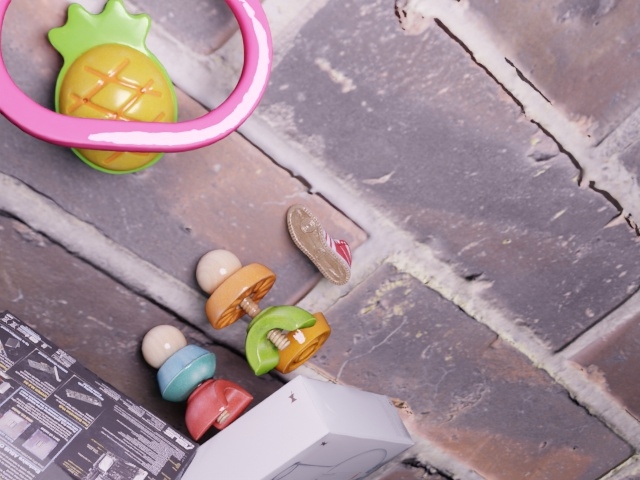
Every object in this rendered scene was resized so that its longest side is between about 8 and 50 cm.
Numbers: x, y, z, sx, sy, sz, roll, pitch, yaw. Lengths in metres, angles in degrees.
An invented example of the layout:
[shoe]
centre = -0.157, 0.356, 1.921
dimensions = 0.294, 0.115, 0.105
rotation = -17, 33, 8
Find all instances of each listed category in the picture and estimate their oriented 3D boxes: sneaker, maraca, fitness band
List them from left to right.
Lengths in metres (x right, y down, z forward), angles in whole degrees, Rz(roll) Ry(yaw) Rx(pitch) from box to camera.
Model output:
[maraca]
centre = -0.219, -0.160, 1.024
dimensions = 0.127, 0.099, 0.186
rotation = -12, 109, -11
[fitness band]
centre = -0.191, -0.192, 0.958
dimensions = 0.290, 0.054, 0.209
rotation = 1, 88, -15
[sneaker]
centre = 0.000, 0.000, 1.242
dimensions = 0.042, 0.067, 0.118
rotation = -33, 98, 14

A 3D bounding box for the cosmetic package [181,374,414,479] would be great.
[cosmetic package]
centre = -0.086, 0.343, 1.376
dimensions = 0.377, 0.097, 0.284
rotation = -38, 150, 15

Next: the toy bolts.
[toy bolts]
centre = -0.120, 0.125, 1.277
dimensions = 0.228, 0.158, 0.218
rotation = -46, 165, 9

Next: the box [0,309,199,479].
[box]
centre = -0.322, 0.241, 1.133
dimensions = 0.307, 0.242, 0.076
rotation = 35, 117, 1
